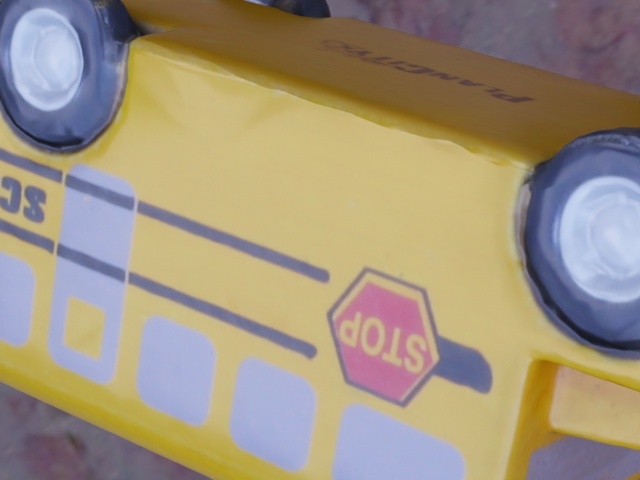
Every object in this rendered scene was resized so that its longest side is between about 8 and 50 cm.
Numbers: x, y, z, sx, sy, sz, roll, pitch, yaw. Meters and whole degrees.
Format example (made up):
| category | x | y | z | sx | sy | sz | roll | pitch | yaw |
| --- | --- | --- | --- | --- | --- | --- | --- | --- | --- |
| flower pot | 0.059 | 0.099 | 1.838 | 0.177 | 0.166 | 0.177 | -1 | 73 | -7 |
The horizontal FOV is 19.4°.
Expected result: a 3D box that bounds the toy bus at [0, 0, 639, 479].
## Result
| category | x | y | z | sx | sy | sz | roll | pitch | yaw |
| --- | --- | --- | --- | --- | --- | --- | --- | --- | --- |
| toy bus | 0.000 | 0.000 | 0.525 | 0.332 | 0.108 | 0.130 | 20 | 109 | 33 |
